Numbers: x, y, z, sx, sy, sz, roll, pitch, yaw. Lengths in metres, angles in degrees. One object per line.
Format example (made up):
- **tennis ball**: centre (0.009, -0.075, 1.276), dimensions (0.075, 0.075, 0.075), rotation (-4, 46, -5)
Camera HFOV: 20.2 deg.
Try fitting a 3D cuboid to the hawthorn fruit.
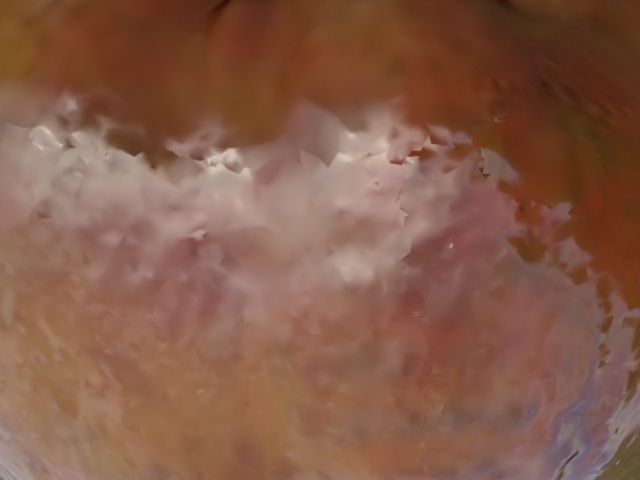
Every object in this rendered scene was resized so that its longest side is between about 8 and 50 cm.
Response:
- **hawthorn fruit**: centre (0.000, 0.000, 0.935), dimensions (0.472, 0.471, 0.472), rotation (21, 162, 7)
